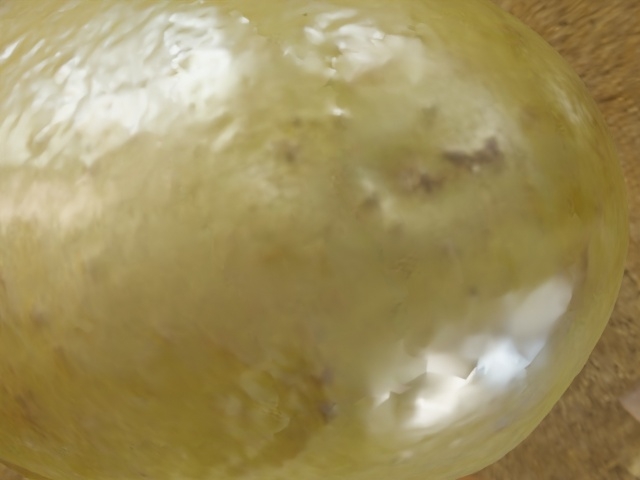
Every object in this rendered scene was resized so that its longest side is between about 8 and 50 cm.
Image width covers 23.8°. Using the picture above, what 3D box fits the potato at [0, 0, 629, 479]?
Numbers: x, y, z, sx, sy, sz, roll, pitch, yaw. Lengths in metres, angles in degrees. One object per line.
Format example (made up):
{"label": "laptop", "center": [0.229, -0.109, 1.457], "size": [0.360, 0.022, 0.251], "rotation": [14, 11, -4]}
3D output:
{"label": "potato", "center": [0.000, 0.000, 0.399], "size": [0.203, 0.158, 0.178], "rotation": [14, -91, -28]}
